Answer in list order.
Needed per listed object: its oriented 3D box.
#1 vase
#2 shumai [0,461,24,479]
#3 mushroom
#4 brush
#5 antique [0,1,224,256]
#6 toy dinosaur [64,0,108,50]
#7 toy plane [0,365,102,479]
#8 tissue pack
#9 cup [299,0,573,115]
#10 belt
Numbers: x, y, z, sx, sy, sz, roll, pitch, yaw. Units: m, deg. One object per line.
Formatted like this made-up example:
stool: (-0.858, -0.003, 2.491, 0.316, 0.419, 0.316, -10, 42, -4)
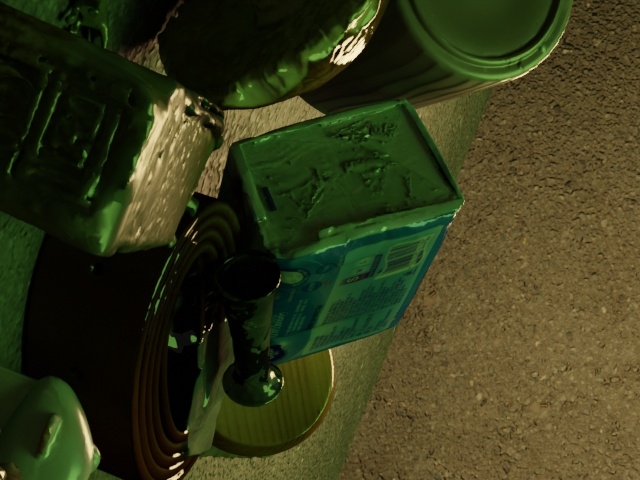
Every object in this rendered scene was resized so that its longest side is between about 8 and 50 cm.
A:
vase: (-0.063, 0.082, 1.282, 0.167, 0.059, 0.059, 90, 23, -50)
shumai: (-0.225, 0.175, 0.813, 0.262, 0.267, 0.314, -39, 153, -62)
mushroom: (-0.066, -0.262, 1.177, 0.301, 0.233, 0.208, 64, 9, -4)
brush: (-0.085, 0.111, 1.593, 0.166, 0.174, 0.266, 148, -62, -74)
antique: (-0.153, -0.067, 1.023, 0.125, 0.150, 0.284, -66, 168, 2)
toy dinosaur: (-0.168, -0.171, 1.085, 0.119, 0.029, 0.060, 86, 15, -62)
toy plane: (-0.253, 0.222, 1.131, 0.245, 0.118, 0.244, -158, -90, -84)
tissue pack: (0.000, 0.000, 1.404, 0.198, 0.146, 0.263, -16, 157, -19)
cup: (0.087, -0.267, 1.377, 0.273, 0.208, 0.288, -1, -94, 64)
belt: (-0.163, 0.086, 1.286, 0.338, 0.122, 0.217, 93, 22, -46)
